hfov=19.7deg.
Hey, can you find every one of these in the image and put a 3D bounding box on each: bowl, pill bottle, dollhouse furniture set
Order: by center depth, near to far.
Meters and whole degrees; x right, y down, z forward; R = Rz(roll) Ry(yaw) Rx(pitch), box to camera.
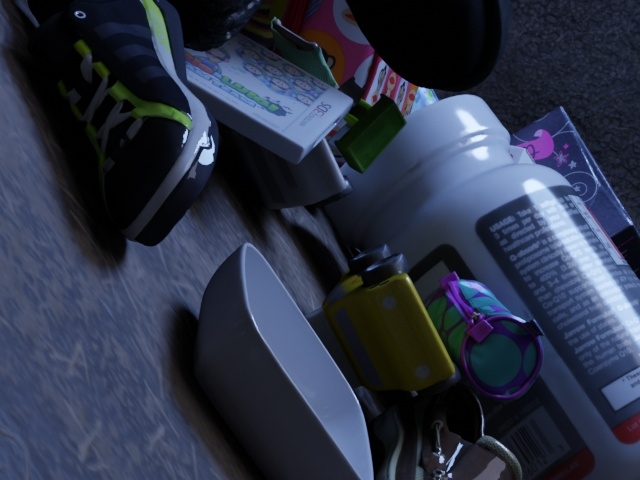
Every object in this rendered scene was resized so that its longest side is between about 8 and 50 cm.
[{"bbox_3d":[-0.027,0.084,1.074,0.142,0.053,0.142,55,10,-18],"label":"bowl"},{"bbox_3d":[0.000,-0.115,1.528,0.152,0.058,0.076,36,-12,37],"label":"dollhouse furniture set"},{"bbox_3d":[0.168,0.066,1.573,0.363,0.210,0.210,57,8,18],"label":"pill bottle"}]

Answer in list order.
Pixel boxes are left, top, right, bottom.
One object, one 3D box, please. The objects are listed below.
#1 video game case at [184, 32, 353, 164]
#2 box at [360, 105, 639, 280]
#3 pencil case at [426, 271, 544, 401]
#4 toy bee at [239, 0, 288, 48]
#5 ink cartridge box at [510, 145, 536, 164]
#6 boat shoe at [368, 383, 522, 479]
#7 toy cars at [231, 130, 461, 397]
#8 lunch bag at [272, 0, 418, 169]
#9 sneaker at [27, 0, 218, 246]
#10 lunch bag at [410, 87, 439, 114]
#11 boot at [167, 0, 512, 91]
[{"bbox_3d":[-0.062,-0.119,1.341,0.157,0.019,0.143,30,24,4],"label":"video game case"},{"bbox_3d":[0.182,0.011,1.826,0.163,0.247,0.142,64,7,31],"label":"box"},{"bbox_3d":[0.122,0.071,1.392,0.070,0.064,0.151,62,-3,-11],"label":"pencil case"},{"bbox_3d":[-0.060,-0.290,1.806,0.195,0.162,0.298,62,9,6],"label":"toy bee"},{"bbox_3d":[0.128,-0.048,1.760,0.135,0.099,0.056,13,-19,28],"label":"ink cartridge box"},{"bbox_3d":[0.093,0.172,1.300,0.095,0.095,0.257,55,10,-23],"label":"boat shoe"},{"bbox_3d":[0.000,0.000,1.423,0.393,0.087,0.176,62,-4,43],"label":"toy cars"},{"bbox_3d":[0.031,-0.161,1.740,0.120,0.258,0.293,16,-1,10],"label":"lunch bag"},{"bbox_3d":[-0.130,-0.085,1.074,0.097,0.084,0.234,24,26,-30],"label":"sneaker"},{"bbox_3d":[0.080,-0.095,1.993,0.219,0.090,0.176,58,-23,-5],"label":"lunch bag"},{"bbox_3d":[-0.005,-0.201,1.359,0.260,0.131,0.348,-51,126,-36],"label":"boot"}]
